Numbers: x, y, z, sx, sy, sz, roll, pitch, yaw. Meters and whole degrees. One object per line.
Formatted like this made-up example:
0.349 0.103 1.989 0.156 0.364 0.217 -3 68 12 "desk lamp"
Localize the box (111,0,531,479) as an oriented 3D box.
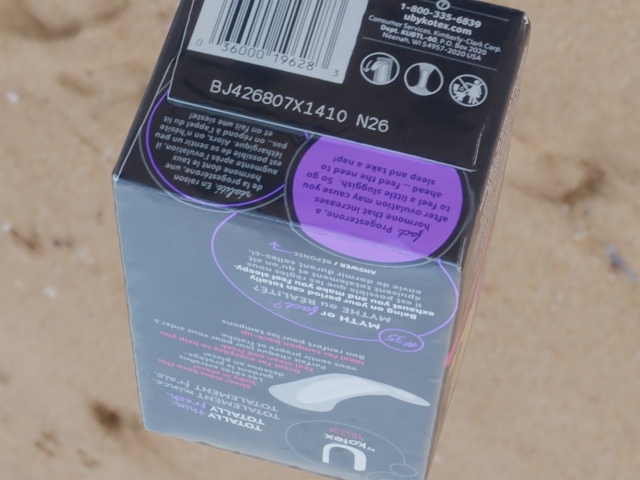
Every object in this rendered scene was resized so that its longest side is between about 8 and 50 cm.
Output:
0.000 0.000 0.986 0.165 0.143 0.270 15 151 6 "box"
